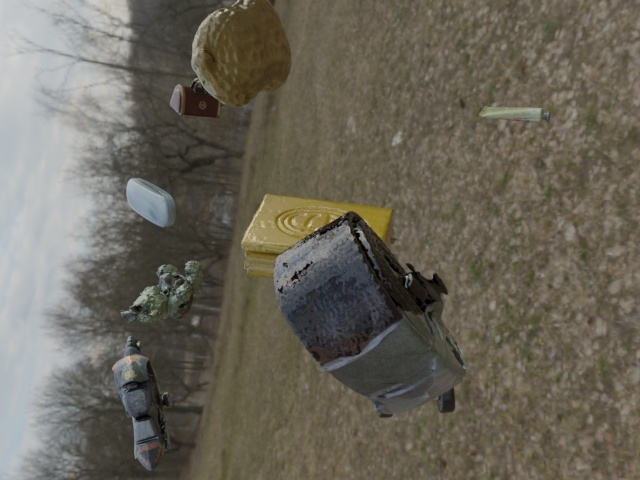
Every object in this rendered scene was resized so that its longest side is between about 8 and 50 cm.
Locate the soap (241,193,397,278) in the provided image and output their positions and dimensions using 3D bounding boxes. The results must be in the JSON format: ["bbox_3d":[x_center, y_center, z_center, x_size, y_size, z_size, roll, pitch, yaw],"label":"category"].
[{"bbox_3d":[0.001,0.000,1.454,0.204,0.324,0.096,-70,-18,-45],"label":"soap"}]

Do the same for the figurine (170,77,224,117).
[{"bbox_3d":[-0.327,-0.395,1.760,0.082,0.154,0.098,39,124,46],"label":"figurine"}]

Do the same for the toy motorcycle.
[{"bbox_3d":[-0.426,0.379,1.525,0.173,0.108,0.308,131,124,-82],"label":"toy motorcycle"}]

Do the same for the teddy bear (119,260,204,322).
[{"bbox_3d":[-0.347,0.136,1.429,0.213,0.133,0.111,-51,-54,-52],"label":"teddy bear"}]

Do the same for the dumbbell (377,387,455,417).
[{"bbox_3d":[0.233,0.385,1.593,0.100,0.190,0.100,-7,-90,-87],"label":"dumbbell"}]

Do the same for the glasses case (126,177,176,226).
[{"bbox_3d":[-0.362,-0.082,1.362,0.178,0.045,0.067,27,119,42],"label":"glasses case"}]

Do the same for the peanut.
[{"bbox_3d":[-0.154,-0.373,1.266,0.233,0.110,0.197,-43,-53,-43],"label":"peanut"}]

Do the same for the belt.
[{"bbox_3d":[0.079,0.092,0.791,0.164,0.289,0.184,-34,39,12],"label":"belt"}]

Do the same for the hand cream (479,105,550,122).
[{"bbox_3d":[0.294,-0.192,0.969,0.035,0.102,0.022,-54,-37,-41],"label":"hand cream"}]
